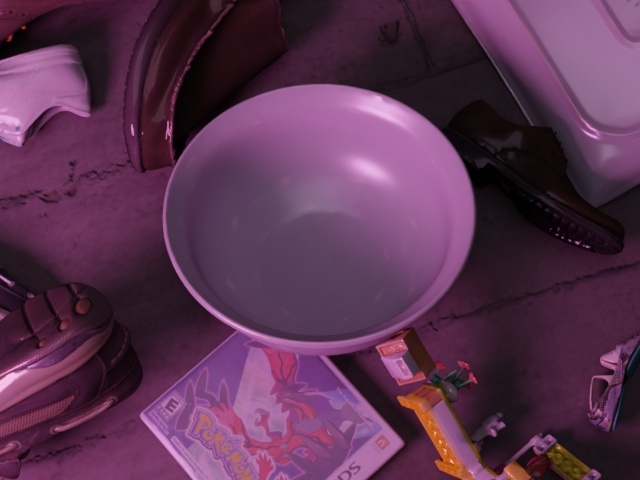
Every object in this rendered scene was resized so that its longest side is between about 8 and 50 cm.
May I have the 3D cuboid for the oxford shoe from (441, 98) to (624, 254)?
[{"bbox_3d":[0.234,-0.072,1.158,0.227,0.083,0.096,39,81,10],"label":"oxford shoe"}]

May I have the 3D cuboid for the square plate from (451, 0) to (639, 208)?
[{"bbox_3d":[0.349,-0.261,1.196,0.347,0.049,0.344,-30,77,5],"label":"square plate"}]

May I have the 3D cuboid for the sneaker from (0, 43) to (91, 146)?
[{"bbox_3d":[-0.351,-0.139,1.183,0.212,0.080,0.094,-18,86,-7],"label":"sneaker"}]

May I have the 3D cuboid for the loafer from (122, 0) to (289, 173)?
[{"bbox_3d":[-0.098,-0.229,1.178,0.130,0.134,0.366,22,73,4],"label":"loafer"}]

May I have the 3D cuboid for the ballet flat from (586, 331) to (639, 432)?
[{"bbox_3d":[0.299,0.137,1.123,0.041,0.041,0.114,24,73,6],"label":"ballet flat"}]

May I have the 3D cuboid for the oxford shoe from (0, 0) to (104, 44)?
[{"bbox_3d":[-0.366,-0.257,1.212,0.363,0.130,0.133,-7,106,-10],"label":"oxford shoe"}]

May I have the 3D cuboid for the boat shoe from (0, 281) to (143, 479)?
[{"bbox_3d":[-0.326,0.176,1.042,0.355,0.130,0.132,-26,31,14],"label":"boat shoe"}]

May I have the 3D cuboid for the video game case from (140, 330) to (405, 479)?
[{"bbox_3d":[-0.048,0.190,1.108,0.183,0.023,0.201,-40,77,-12],"label":"video game case"}]

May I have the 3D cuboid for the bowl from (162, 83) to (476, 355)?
[{"bbox_3d":[0.000,0.000,1.094,0.297,0.134,0.298,-1,58,1],"label":"bowl"}]

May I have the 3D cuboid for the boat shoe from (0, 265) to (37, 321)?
[{"bbox_3d":[-0.345,0.059,1.138,0.206,0.075,0.065,34,32,14],"label":"boat shoe"}]

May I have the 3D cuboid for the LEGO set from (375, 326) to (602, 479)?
[{"bbox_3d":[0.178,0.189,1.066,0.107,0.132,0.287,-35,70,-19],"label":"LEGO set"}]
